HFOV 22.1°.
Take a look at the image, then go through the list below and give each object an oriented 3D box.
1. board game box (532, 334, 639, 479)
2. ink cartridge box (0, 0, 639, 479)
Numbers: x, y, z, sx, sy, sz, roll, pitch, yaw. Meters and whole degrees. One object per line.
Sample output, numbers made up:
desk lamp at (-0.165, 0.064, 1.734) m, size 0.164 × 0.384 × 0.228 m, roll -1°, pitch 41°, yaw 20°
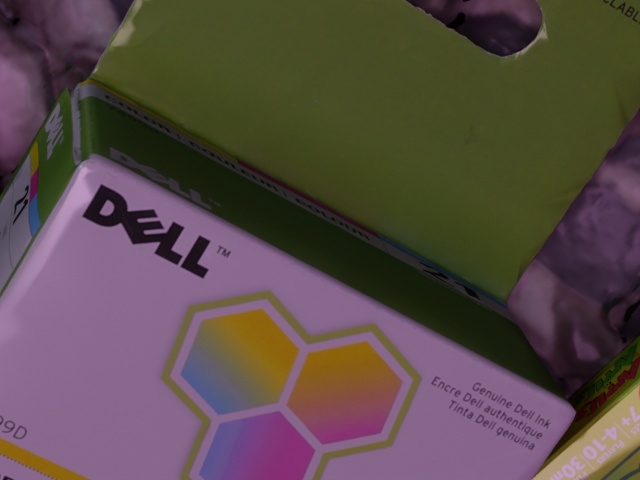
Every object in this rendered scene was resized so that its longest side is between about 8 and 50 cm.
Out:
board game box at (0.154, 0.130, 0.611) m, size 0.181 × 0.043 × 0.092 m, roll 45°, pitch 103°, yaw -6°
ink cartridge box at (0.000, 0.000, 0.545) m, size 0.188 × 0.097 × 0.255 m, roll 28°, pitch 105°, yaw -18°
